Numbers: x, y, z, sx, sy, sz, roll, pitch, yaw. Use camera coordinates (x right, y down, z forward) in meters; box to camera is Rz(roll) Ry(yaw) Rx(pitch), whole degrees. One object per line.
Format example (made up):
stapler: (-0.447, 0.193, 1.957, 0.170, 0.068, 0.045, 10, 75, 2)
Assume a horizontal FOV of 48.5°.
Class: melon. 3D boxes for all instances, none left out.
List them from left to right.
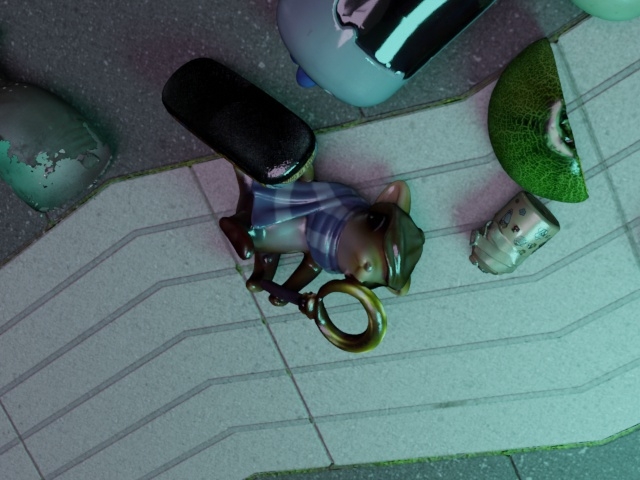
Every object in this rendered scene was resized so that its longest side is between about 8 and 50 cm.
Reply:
melon: (0.321, -0.163, 1.083, 0.129, 0.169, 0.265, -14, 100, 18)

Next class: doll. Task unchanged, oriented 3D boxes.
doll: (-0.002, 0.000, 1.186, 0.339, 0.209, 0.318, 13, 101, 13)

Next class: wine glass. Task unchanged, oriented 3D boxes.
wine glass: (-0.544, -0.218, 1.275, 0.190, 0.190, 0.357, -43, 87, 20)

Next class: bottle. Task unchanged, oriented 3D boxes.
bottle: (0.308, -0.002, 1.173, 0.099, 0.099, 0.152, 44, 114, -1)

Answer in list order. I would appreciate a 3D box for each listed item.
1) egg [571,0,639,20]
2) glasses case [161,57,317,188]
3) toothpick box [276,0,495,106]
egg: (0.407, -0.402, 1.002, 0.149, 0.149, 0.192, -36, 98, 20)
glasses case: (-0.139, -0.199, 1.172, 0.321, 0.082, 0.122, 38, 83, 28)
toothpick box: (0.086, -0.361, 1.056, 0.354, 0.263, 0.263, -42, 93, 24)
